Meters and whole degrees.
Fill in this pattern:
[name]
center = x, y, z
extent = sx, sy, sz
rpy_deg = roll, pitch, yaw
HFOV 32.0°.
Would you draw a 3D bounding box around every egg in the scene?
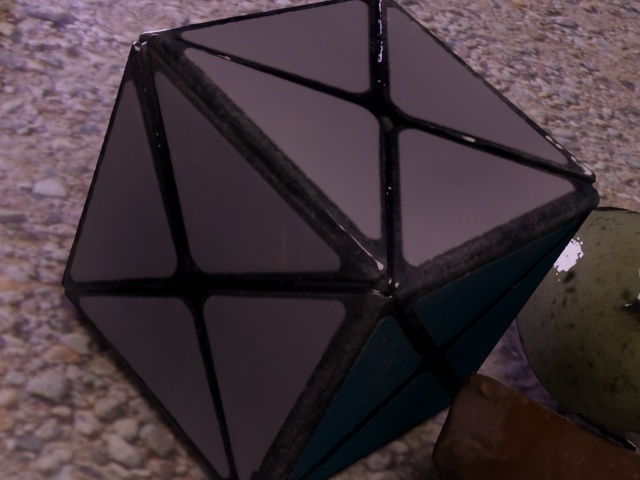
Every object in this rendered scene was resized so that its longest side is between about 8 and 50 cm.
[egg]
center = 0.250, 0.059, 0.949
extent = 0.177, 0.177, 0.228
rpy_deg = 5, 29, -24

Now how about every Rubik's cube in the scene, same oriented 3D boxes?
[Rubik's cube]
center = 0.000, 0.000, 0.812
extent = 0.259, 0.260, 0.255
rpy_deg = -25, 59, -41

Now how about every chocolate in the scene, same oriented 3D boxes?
[chocolate]
center = 0.178, 0.181, 0.766
extent = 0.214, 0.148, 0.093
rpy_deg = 24, 74, 41
